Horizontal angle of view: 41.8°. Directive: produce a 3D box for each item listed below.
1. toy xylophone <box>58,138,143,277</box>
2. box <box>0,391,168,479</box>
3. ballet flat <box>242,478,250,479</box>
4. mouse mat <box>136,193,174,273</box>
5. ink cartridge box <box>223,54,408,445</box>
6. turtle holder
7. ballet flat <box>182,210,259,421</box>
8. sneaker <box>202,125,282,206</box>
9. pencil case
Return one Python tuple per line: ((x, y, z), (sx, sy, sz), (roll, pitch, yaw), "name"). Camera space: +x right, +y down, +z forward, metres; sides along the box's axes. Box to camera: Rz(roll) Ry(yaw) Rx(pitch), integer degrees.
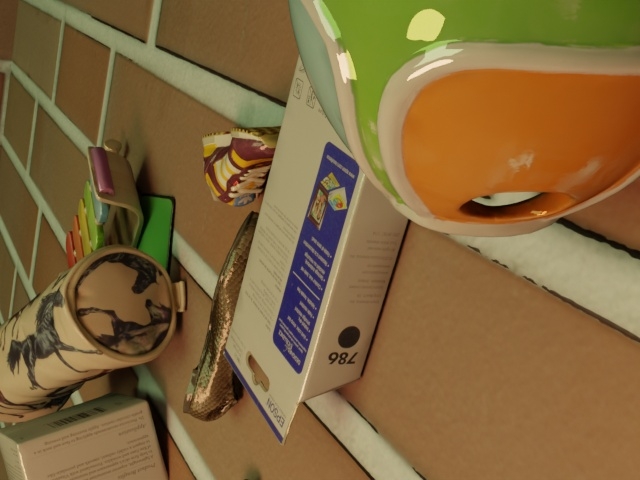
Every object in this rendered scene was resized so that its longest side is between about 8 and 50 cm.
((-0.364, -0.019, 1.364), (0.236, 0.081, 0.323), (61, 140, 44), "toy xylophone")
((-0.334, 0.298, 1.164), (0.182, 0.181, 0.119), (-11, 93, 60), "box")
((-0.070, 0.323, 0.846), (0.049, 0.057, 0.173), (-44, 49, 21), "ballet flat")
((-0.251, 0.026, 1.248), (0.152, 0.007, 0.190), (10, 97, 60), "mouse mat")
((0.000, 0.000, 0.754), (0.165, 0.065, 0.333), (45, 123, 53), "ink cartridge box")
((0.078, -0.149, 0.463), (0.320, 0.243, 0.227), (46, 143, 42), "turtle holder")
((-0.094, 0.089, 0.923), (0.084, 0.058, 0.250), (-57, -15, -77), "ballet flat")
((-0.076, -0.078, 0.903), (0.185, 0.069, 0.084), (-173, 79, -66), "sneaker")
((-0.359, 0.146, 1.210), (0.410, 0.183, 0.160), (-30, 76, 44), "pencil case")
